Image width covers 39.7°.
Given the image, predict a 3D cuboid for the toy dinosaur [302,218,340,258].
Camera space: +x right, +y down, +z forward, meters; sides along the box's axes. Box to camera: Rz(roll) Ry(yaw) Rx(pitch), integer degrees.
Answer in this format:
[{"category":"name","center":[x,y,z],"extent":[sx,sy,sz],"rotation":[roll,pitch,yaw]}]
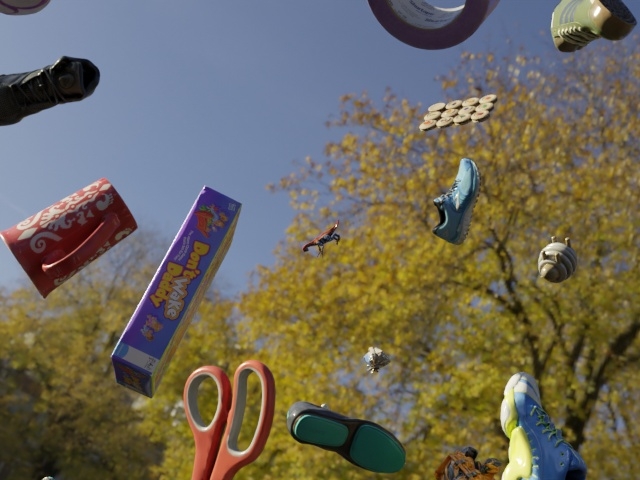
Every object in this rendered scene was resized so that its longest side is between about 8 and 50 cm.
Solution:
[{"category":"toy dinosaur","center":[0.000,0.000,1.977],"extent":[0.082,0.090,0.047],"rotation":[0,-8,-11]}]

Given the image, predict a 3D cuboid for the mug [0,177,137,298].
[{"category":"mug","center":[-0.350,0.002,1.281],"extent":[0.150,0.169,0.113],"rotation":[44,-20,32]}]

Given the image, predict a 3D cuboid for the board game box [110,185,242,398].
[{"category":"board game box","center":[-0.262,0.100,1.623],"extent":[0.078,0.347,0.233],"rotation":[26,-21,-1]}]

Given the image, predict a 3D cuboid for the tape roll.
[{"category":"tape roll","center":[0.160,-0.371,1.248],"extent":[0.189,0.080,0.189],"rotation":[17,-49,20]}]

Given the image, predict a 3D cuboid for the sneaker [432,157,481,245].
[{"category":"sneaker","center":[0.247,-0.076,1.632],"extent":[0.073,0.162,0.063],"rotation":[14,-1,-6]}]

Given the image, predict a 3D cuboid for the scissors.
[{"category":"scissors","center":[-0.110,0.263,0.878],"extent":[0.109,0.297,0.021],"rotation":[3,-12,28]}]

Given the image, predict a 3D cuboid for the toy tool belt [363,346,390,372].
[{"category":"toy tool belt","center":[0.111,0.254,1.879],"extent":[0.052,0.051,0.083],"rotation":[51,-9,-6]}]

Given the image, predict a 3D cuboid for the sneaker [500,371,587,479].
[{"category":"sneaker","center":[0.341,0.309,1.330],"extent":[0.126,0.240,0.091],"rotation":[-14,-35,34]}]

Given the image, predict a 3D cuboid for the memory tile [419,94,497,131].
[{"category":"memory tile","center":[0.276,-0.256,1.775],"extent":[0.148,0.113,0.012],"rotation":[-7,-60,30]}]

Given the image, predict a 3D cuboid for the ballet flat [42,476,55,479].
[{"category":"ballet flat","center":[-0.439,0.436,1.418],"extent":[0.041,0.114,0.041],"rotation":[4,14,-1]}]

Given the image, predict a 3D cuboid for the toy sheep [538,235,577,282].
[{"category":"toy sheep","center":[0.519,0.043,1.937],"extent":[0.091,0.132,0.091],"rotation":[28,-41,28]}]

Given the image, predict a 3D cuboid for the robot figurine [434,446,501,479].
[{"category":"robot figurine","center":[0.206,0.480,1.466],"extent":[0.085,0.291,0.211],"rotation":[27,6,-24]}]

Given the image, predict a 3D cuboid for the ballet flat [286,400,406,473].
[{"category":"ballet flat","center":[0.035,0.286,1.313],"extent":[0.203,0.074,0.074],"rotation":[25,-24,-24]}]

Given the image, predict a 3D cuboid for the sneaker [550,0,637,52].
[{"category":"sneaker","center":[0.321,-0.259,1.069],"extent":[0.064,0.192,0.086],"rotation":[28,-61,-10]}]

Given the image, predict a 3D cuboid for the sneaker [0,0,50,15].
[{"category":"sneaker","center":[-0.544,-0.559,1.729],"extent":[0.114,0.152,0.305],"rotation":[31,-52,-31]}]

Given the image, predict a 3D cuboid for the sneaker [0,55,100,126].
[{"category":"sneaker","center":[-0.478,-0.258,1.505],"extent":[0.130,0.227,0.087],"rotation":[-5,-76,63]}]
